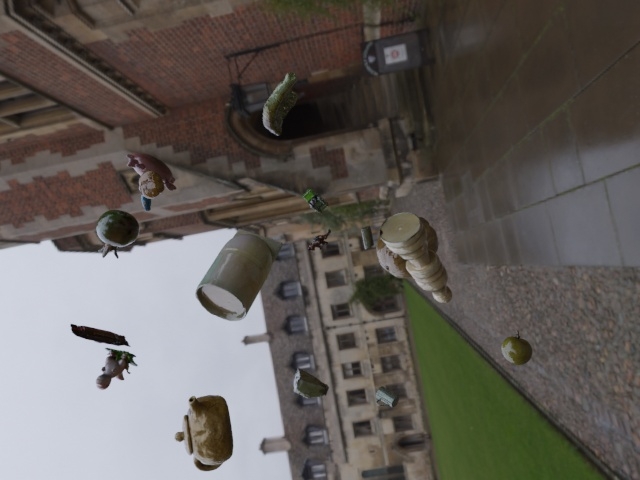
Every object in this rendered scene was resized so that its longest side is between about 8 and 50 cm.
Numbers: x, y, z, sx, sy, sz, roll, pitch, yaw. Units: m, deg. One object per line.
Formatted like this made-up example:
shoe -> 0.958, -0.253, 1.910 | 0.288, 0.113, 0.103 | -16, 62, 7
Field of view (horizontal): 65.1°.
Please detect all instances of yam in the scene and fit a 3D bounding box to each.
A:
yam -> 0.190, -0.010, 2.010 | 0.043, 0.043, 0.094 | -74, -29, -77

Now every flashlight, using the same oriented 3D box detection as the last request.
flashlight -> -0.780, -0.197, 2.246 | 0.051, 0.051, 0.129 | -86, -6, -68

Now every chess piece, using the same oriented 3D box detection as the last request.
chess piece -> 0.292, 0.069, 1.408 | 0.307, 0.138, 0.124 | 52, -127, -28

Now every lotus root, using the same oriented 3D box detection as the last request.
lotus root -> -0.041, 0.572, 1.953 | 0.143, 0.144, 0.070 | 41, -106, -88

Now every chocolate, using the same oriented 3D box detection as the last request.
chocolate -> -0.680, 0.296, 1.548 | 0.182, 0.028, 0.086 | 22, -175, -41

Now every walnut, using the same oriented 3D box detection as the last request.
walnut -> 0.414, 0.023, 2.391 | 0.252, 0.313, 0.277 | 47, 167, -19

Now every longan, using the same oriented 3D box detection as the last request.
longan -> 0.486, 0.265, 1.239 | 0.075, 0.075, 0.083 | 51, -130, -78

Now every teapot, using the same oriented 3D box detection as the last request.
teapot -> -0.363, 0.597, 1.542 | 0.203, 0.166, 0.312 | -128, 35, -56

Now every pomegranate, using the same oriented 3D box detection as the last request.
pomegranate -> -0.911, -0.026, 2.230 | 0.181, 0.181, 0.224 | -82, 15, -73

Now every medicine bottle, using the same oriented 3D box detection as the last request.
medicine bottle -> -0.340, 0.119, 2.160 | 0.236, 0.235, 0.406 | 74, -150, -41

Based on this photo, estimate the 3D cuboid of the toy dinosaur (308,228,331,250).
toy dinosaur -> 0.000, 0.000, 2.155 | 0.154, 0.055, 0.049 | -43, -44, -35

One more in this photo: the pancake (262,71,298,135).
pancake -> -0.162, -0.579, 2.173 | 0.054, 0.197, 0.376 | 46, 156, 9

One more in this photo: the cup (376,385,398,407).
cup -> 0.271, 0.652, 2.073 | 0.074, 0.083, 0.055 | -20, -58, -41

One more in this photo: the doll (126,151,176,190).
doll -> -0.654, -0.274, 1.959 | 0.262, 0.093, 0.211 | 40, -171, 20

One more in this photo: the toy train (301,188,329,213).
toy train -> -0.019, -0.155, 1.982 | 0.081, 0.060, 0.202 | 48, -175, 9

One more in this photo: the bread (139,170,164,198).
bread -> -0.504, -0.167, 1.493 | 0.046, 0.080, 0.083 | -10, -68, -65

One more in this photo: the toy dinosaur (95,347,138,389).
toy dinosaur -> -0.882, 0.567, 2.164 | 0.194, 0.152, 0.177 | 110, 173, -64
